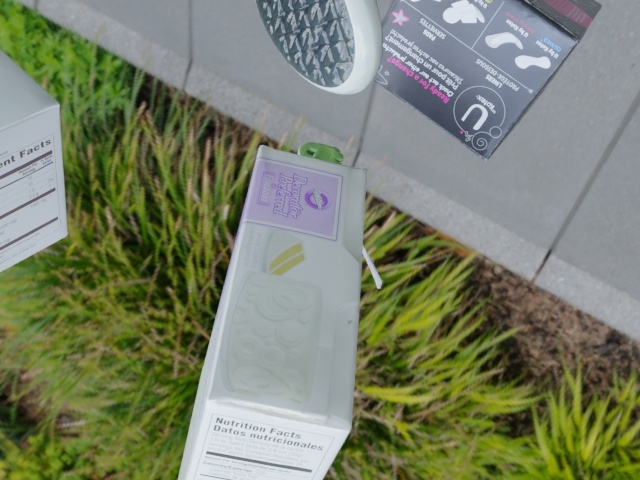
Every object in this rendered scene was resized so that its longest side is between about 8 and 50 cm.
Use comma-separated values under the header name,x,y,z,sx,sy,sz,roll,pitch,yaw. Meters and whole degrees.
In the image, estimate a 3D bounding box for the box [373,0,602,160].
name,x,y,z,sx,sy,sz,roll,pitch,yaw
box,0.167,-0.209,0.817,0.163,0.247,0.142,37,121,6

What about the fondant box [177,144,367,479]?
name,x,y,z,sx,sy,sz,roll,pitch,yaw
fondant box,-0.053,0.123,0.670,0.096,0.238,0.330,14,137,-8

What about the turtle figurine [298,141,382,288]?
name,x,y,z,sx,sy,sz,roll,pitch,yaw
turtle figurine,0.000,0.000,1.253,0.275,0.197,0.266,57,157,29

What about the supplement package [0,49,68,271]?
name,x,y,z,sx,sy,sz,roll,pitch,yaw
supplement package,-0.349,-0.082,0.591,0.262,0.204,0.145,41,143,19

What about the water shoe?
name,x,y,z,sx,sy,sz,roll,pitch,yaw
water shoe,-0.002,-0.169,0.453,0.203,0.080,0.073,62,142,23
